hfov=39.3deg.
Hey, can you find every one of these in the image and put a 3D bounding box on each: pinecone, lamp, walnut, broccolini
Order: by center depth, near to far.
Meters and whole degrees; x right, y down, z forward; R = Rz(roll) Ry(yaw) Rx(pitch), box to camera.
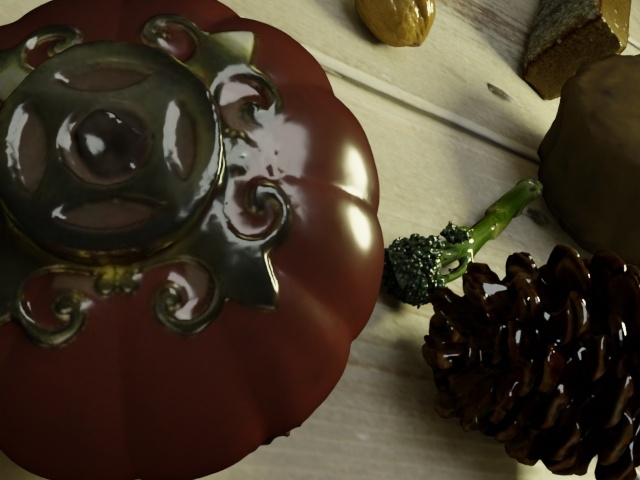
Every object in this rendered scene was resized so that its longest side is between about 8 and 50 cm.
[{"bbox_3d":[-0.111,-0.005,0.544,0.303,0.257,0.303,1,71,-3],"label":"lamp"},{"bbox_3d":[0.224,0.107,0.832,0.272,0.224,0.224,20,43,-14],"label":"pinecone"},{"bbox_3d":[0.178,-0.024,1.019,0.079,0.074,0.392,57,38,-1],"label":"broccolini"},{"bbox_3d":[0.100,-0.311,1.184,0.105,0.105,0.124,-38,102,-54],"label":"walnut"}]

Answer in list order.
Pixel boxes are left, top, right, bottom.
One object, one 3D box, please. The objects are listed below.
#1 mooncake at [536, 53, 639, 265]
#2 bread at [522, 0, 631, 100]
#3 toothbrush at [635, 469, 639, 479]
[{"bbox_3d":[0.463,-0.105,1.233,0.324,0.187,0.324,9,44,-9],"label":"mooncake"},{"bbox_3d":[0.454,-0.391,1.564,0.113,0.165,0.416,43,36,-10],"label":"bread"},{"bbox_3d":[0.325,0.236,0.984,0.269,0.021,0.027,56,31,11],"label":"toothbrush"}]
